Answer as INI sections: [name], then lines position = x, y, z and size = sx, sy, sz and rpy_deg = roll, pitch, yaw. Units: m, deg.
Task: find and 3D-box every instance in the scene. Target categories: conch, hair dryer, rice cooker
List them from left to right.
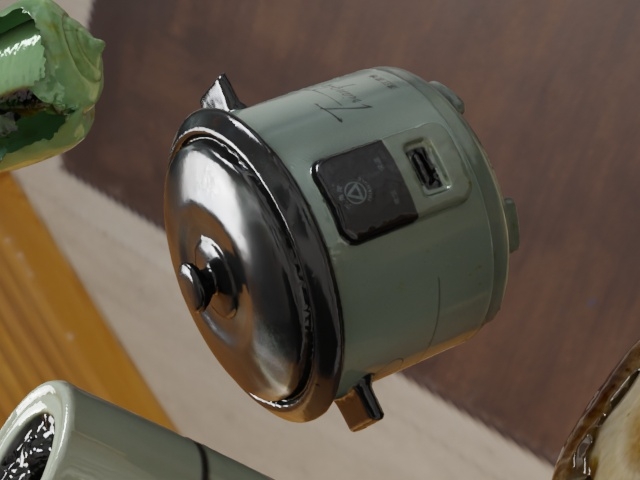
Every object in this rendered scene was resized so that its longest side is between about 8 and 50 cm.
[conch]
position = -0.303, -0.116, 1.446
size = 0.250, 0.137, 0.143
rpy_deg = -32, 76, -1
[hair dryer]
position = -0.168, 0.185, 1.113
size = 0.203, 0.128, 0.362
rpy_deg = 29, 165, -26
[rice cooker]
position = 0.000, 0.000, 1.186
size = 0.281, 0.227, 0.241
rpy_deg = 67, 153, 7

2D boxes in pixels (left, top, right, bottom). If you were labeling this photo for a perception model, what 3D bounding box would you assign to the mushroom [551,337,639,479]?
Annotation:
[mushroom]
position = 0.282, 0.133, 1.029
size = 0.345, 0.345, 0.259
rpy_deg = -21, 125, 38
